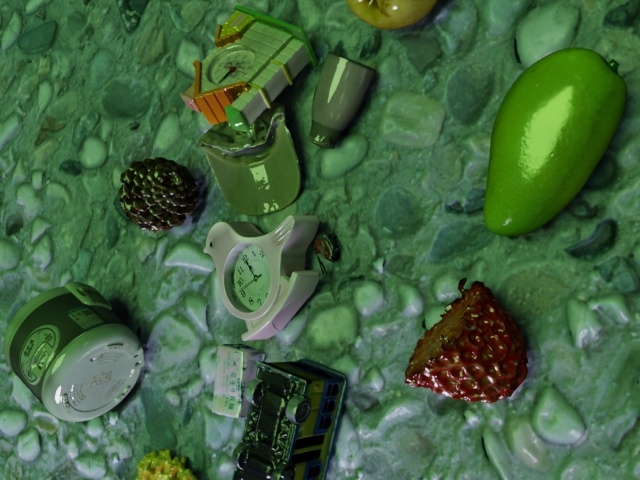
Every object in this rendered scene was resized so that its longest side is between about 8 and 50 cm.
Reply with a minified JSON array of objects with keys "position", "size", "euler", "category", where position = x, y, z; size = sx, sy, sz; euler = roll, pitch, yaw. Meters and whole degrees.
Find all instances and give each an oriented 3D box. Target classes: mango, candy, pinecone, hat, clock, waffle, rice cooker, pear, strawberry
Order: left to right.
[{"position":[-0.608,0.270,1.849],"size":[0.277,0.288,0.288],"euler":[34,104,33],"category":"rice cooker"},{"position":[-0.396,-0.110,1.798],"size":[0.204,0.184,0.179],"euler":[-10,36,51],"category":"pinecone"},{"position":[-0.366,0.663,1.760],"size":[0.307,0.060,0.312],"euler":[46,108,31],"category":"waffle"},{"position":[-0.181,0.312,1.664],"size":[0.092,0.073,0.160],"euler":[3,86,40],"category":"candy"},{"position":[-0.174,-0.373,1.656],"size":[0.219,0.106,0.255],"euler":[29,71,34],"category":"clock"},{"position":[-0.143,-0.193,1.705],"size":[0.214,0.149,0.245],"euler":[-14,111,16],"category":"hat"},{"position":[-0.120,0.033,1.627],"size":[0.290,0.080,0.275],"euler":[-47,60,31],"category":"clock"},{"position":[0.145,-0.524,1.465],"size":[0.208,0.209,0.209],"euler":[-5,81,35],"category":"pear"},{"position":[0.270,0.199,1.324],"size":[0.178,0.234,0.234],"euler":[39,109,-1],"category":"strawberry"},{"position":[0.377,-0.161,1.276],"size":[0.192,0.156,0.343],"euler":[35,105,34],"category":"mango"}]

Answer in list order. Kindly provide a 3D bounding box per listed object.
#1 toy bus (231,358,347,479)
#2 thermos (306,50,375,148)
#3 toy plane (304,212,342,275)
[{"position":[-0.066,0.393,1.509],"size":[0.138,0.175,0.288],"euler":[14,93,35],"category":"toy bus"},{"position":[0.027,-0.292,1.587],"size":[0.137,0.105,0.193],"euler":[46,120,58],"category":"thermos"},{"position":[0.000,0.000,1.597],"size":[0.060,0.037,0.145],"euler":[-42,63,27],"category":"toy plane"}]
